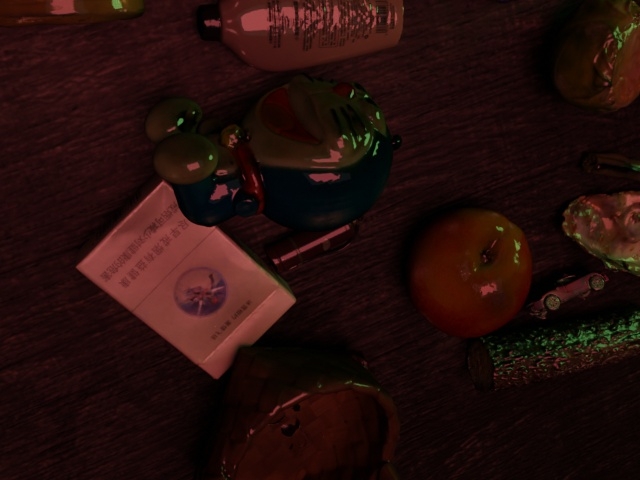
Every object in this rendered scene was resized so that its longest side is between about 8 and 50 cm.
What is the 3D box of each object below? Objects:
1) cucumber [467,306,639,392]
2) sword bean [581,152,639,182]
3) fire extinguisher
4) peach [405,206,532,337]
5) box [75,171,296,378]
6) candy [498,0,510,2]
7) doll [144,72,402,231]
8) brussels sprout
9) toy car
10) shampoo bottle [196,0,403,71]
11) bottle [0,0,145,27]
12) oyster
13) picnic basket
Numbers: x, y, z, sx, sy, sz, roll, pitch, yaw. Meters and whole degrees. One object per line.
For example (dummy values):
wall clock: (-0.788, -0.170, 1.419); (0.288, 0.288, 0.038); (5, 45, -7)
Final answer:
cucumber: (0.422, 0.178, 1.202); (0.359, 0.096, 0.096); (-8, 111, -17)
sword bean: (0.539, -0.102, 1.162); (0.269, 0.038, 0.043); (12, 103, -22)
fire extinguisher: (0.000, 0.000, 1.033); (0.157, 0.045, 0.078); (-27, 143, -7)
peach: (0.219, 0.047, 1.076); (0.190, 0.192, 0.190); (5, 69, -15)
box: (-0.179, 0.049, 0.979); (0.164, 0.069, 0.256); (-44, 115, 2)
candy: (0.366, -0.409, 0.980); (0.275, 0.070, 0.145); (-7, 104, -4)
doll: (-0.048, -0.102, 0.894); (0.321, 0.199, 0.186); (-8, 134, -11)
brussels sprout: (0.390, -0.261, 1.017); (0.151, 0.122, 0.149); (-47, 139, -17)
toy car: (0.401, 0.083, 1.175); (0.142, 0.069, 0.055); (-22, 75, -8)
shampoo bottle: (-0.027, -0.277, 0.902); (0.256, 0.078, 0.127); (-7, 116, -17)
bottle: (-0.282, -0.404, 0.731); (0.171, 0.171, 0.352); (-7, 110, -15)
oyster: (0.524, -0.021, 1.169); (0.294, 0.094, 0.166); (16, 96, -7)
picnic basket: (-0.009, 0.340, 0.967); (0.292, 0.337, 0.338); (6, 108, -31)
